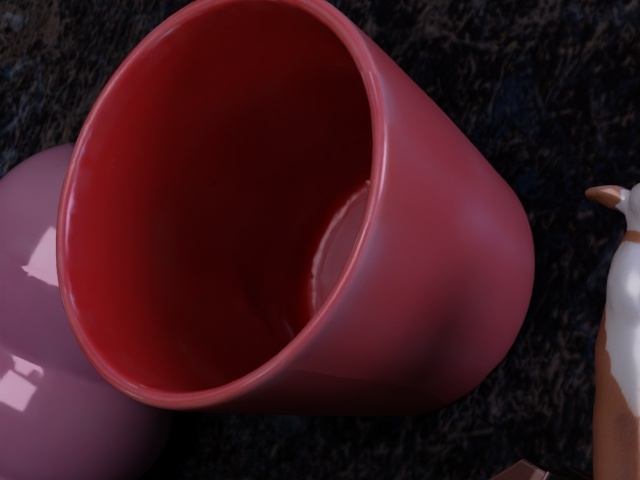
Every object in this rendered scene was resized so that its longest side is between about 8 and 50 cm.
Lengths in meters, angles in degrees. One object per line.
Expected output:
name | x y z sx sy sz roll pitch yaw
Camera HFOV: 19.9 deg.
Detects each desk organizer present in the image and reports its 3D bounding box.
desk organizer | 0.146 0.163 1.117 0.050 0.130 0.047 31 95 42

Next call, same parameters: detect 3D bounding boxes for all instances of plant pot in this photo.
plant pot | 0.000 0.000 1.214 0.275 0.243 0.275 -13 67 34

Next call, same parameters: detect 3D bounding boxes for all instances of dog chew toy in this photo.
dog chew toy | -0.189 0.100 1.367 0.206 0.206 0.332 26 100 41

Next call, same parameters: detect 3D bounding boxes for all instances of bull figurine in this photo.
bull figurine | 0.217 0.106 1.043 0.101 0.188 0.310 -4 73 36
